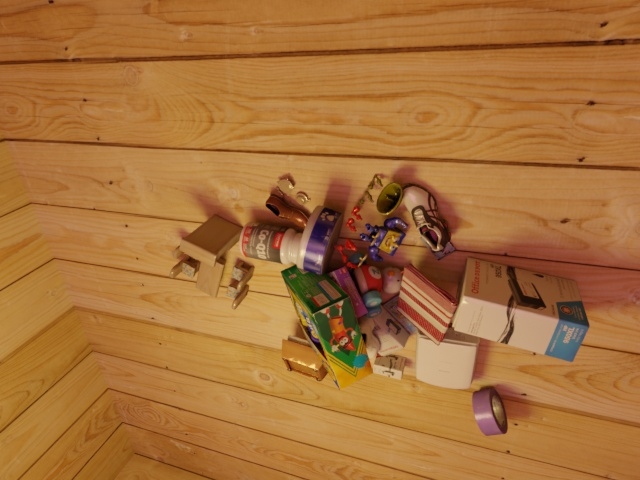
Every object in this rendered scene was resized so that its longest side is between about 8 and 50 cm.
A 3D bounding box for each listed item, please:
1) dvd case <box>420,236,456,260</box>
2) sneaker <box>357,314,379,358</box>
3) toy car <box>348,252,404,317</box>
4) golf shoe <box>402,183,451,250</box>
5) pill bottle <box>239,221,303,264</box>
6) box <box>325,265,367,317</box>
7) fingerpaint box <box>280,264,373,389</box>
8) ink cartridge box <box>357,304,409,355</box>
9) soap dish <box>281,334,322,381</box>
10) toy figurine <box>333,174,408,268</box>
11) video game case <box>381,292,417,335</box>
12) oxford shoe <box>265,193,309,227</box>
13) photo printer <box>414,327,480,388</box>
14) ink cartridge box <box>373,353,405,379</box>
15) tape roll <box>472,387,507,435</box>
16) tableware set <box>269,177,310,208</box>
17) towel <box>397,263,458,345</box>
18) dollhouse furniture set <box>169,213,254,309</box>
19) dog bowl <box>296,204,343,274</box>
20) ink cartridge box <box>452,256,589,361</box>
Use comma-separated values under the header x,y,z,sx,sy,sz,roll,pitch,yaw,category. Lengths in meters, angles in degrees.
x,y,z,sx,sy,sz,roll,pitch,yaw,category
0.460,0.014,1.687,0.087,0.013,0.119,-35,102,34,dvd case
0.186,0.435,1.857,0.090,0.115,0.232,4,126,33,sneaker
0.259,0.159,1.759,0.238,0.219,0.210,-17,147,-4,toy car
0.387,-0.087,1.591,0.105,0.120,0.272,-34,95,35,golf shoe
-0.191,0.016,1.864,0.283,0.161,0.161,9,121,17,pill bottle
0.090,0.214,1.784,0.057,0.293,0.200,-25,88,-12,box
0.012,0.329,1.795,0.163,0.445,0.371,-24,114,-13,fingerpaint box
0.266,0.400,1.926,0.212,0.093,0.154,47,136,-6,ink cartridge box
-0.070,0.578,2.096,0.229,0.118,0.290,16,153,13,soap dish
0.246,-0.047,1.686,0.217,0.191,0.362,19,105,-37,toy figurine
0.397,0.305,1.873,0.193,0.023,0.212,44,125,-6,video game case
-0.140,-0.106,1.809,0.212,0.076,0.076,31,130,-1,oxford shoe
0.541,0.518,1.876,0.256,0.107,0.307,6,124,16,photo printer
0.322,0.583,2.017,0.135,0.099,0.056,9,120,16,ink cartridge box
0.740,0.748,1.886,0.080,0.189,0.189,-25,106,32,tape roll
-0.134,-0.178,1.815,0.168,0.020,0.141,46,130,-11,tableware set
0.408,0.256,1.686,0.237,0.037,0.329,42,154,29,towel
-0.520,0.120,2.000,0.362,0.256,0.394,26,124,7,dollhouse furniture set
0.000,0.000,1.714,0.104,0.265,0.264,19,123,9,dog bowl
0.698,0.232,1.548,0.395,0.285,0.166,13,121,15,ink cartridge box
